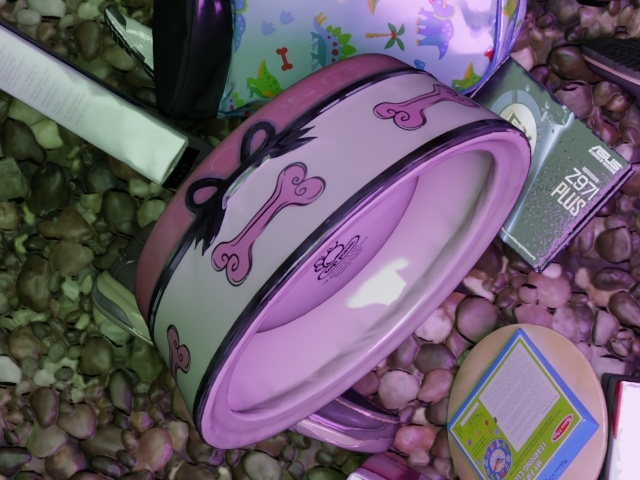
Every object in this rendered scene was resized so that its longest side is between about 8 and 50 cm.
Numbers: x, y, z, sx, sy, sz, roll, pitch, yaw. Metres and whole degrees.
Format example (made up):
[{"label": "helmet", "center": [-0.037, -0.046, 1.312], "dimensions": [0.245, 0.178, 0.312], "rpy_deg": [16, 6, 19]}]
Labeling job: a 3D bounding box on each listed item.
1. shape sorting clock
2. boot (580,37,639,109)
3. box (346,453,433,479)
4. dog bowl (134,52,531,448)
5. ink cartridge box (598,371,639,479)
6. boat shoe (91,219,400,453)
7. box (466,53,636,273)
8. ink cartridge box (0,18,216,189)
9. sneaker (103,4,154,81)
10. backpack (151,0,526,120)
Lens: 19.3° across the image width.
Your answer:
[{"label": "shape sorting clock", "center": [0.209, 0.187, 1.910], "dimensions": [0.206, 0.040, 0.206], "rpy_deg": [-10, 77, 48]}, {"label": "boot", "center": [0.347, -0.118, 1.935], "dimensions": [0.198, 0.077, 0.137], "rpy_deg": [30, 129, 33]}, {"label": "box", "center": [0.061, 0.310, 1.873], "dimensions": [0.127, 0.232, 0.148], "rpy_deg": [30, 92, 7]}, {"label": "dog bowl", "center": [0.000, 0.000, 1.743], "dimensions": [0.408, 0.408, 0.150], "rpy_deg": [-45, 71, 4]}, {"label": "ink cartridge box", "center": [0.316, 0.194, 1.890], "dimensions": [0.063, 0.150, 0.109], "rpy_deg": [6, 90, 2]}, {"label": "boat shoe", "center": [-0.066, 0.097, 1.944], "dimensions": [0.355, 0.132, 0.130], "rpy_deg": [30, 92, 5]}, {"label": "box", "center": [0.210, -0.077, 1.943], "dimensions": [0.180, 0.077, 0.147], "rpy_deg": [44, 93, 6]}, {"label": "ink cartridge box", "center": [-0.287, -0.170, 1.950], "dimensions": [0.371, 0.176, 0.069], "rpy_deg": [33, 93, 6]}, {"label": "sneaker", "center": [-0.188, -0.214, 2.014], "dimensions": [0.044, 0.040, 0.109], "rpy_deg": [-43, 88, -12]}, {"label": "backpack", "center": [0.028, -0.252, 1.882], "dimensions": [0.355, 0.273, 0.290], "rpy_deg": [-1, 103, -21]}]
